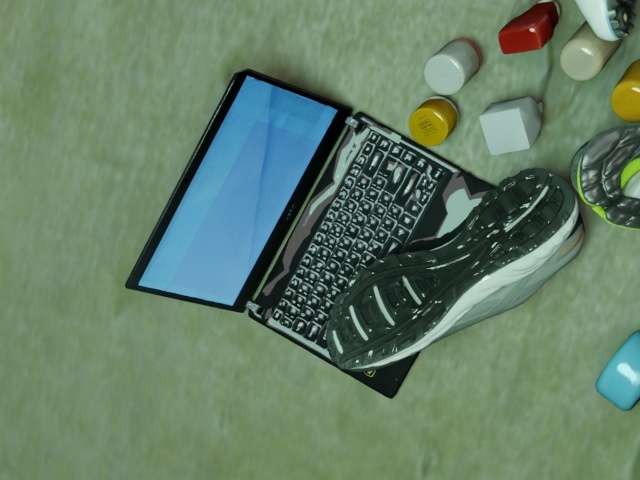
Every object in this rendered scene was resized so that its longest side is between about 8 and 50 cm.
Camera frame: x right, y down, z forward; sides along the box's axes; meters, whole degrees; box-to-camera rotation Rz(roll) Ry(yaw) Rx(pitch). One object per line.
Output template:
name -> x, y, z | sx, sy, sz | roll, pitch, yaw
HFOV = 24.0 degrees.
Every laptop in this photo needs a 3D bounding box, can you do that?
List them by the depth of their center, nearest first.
laptop -> 0.000, 0.000, 1.404 | 0.264, 0.136, 0.234 | 30, 103, 6

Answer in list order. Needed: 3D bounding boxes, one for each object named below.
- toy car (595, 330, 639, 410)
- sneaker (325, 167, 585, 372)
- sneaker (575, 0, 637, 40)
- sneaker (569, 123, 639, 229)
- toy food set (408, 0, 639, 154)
toy car -> 0.356, 0.138, 1.281 | 0.219, 0.238, 0.210 | 39, 106, 14
sneaker -> 0.129, 0.046, 1.392 | 0.271, 0.108, 0.100 | -31, 54, 9
sneaker -> 0.213, -0.277, 1.336 | 0.086, 0.085, 0.237 | -27, 73, 25
sneaker -> 0.361, -0.060, 1.343 | 0.300, 0.121, 0.111 | 7, 98, -9
toy food set -> 0.196, -0.155, 1.382 | 0.232, 0.104, 0.111 | -10, 110, 30
